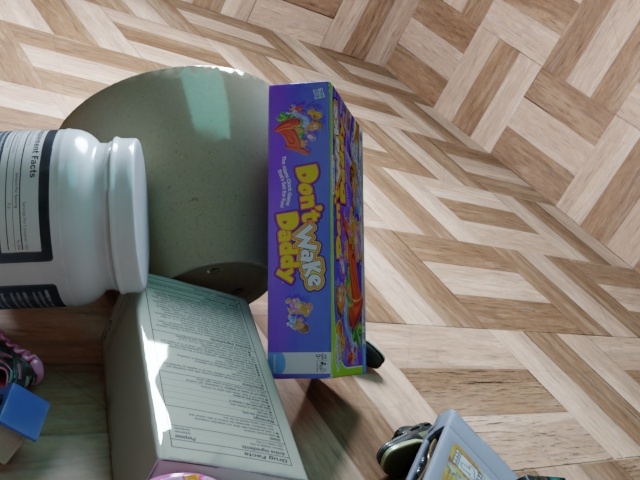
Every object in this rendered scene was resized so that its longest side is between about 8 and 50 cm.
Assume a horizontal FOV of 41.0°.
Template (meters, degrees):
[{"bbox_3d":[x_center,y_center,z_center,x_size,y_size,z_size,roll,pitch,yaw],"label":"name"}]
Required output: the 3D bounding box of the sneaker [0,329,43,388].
[{"bbox_3d":[-0.349,0.121,0.889,0.119,0.047,0.057,31,35,10],"label":"sneaker"}]

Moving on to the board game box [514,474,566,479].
[{"bbox_3d":[0.300,0.370,1.013,0.126,0.026,0.186,23,37,-51],"label":"board game box"}]

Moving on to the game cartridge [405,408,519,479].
[{"bbox_3d":[0.176,0.330,0.964,0.198,0.062,0.297,43,24,3],"label":"game cartridge"}]

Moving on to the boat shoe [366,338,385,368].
[{"bbox_3d":[0.034,0.154,1.260,0.133,0.049,0.042,33,50,-7],"label":"boat shoe"}]

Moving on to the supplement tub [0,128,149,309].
[{"bbox_3d":[-0.328,-0.022,0.912,0.272,0.191,0.191,-2,28,-6],"label":"supplement tub"}]

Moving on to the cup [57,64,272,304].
[{"bbox_3d":[-0.169,-0.035,1.135,0.331,0.331,0.236,7,54,-41],"label":"cup"}]

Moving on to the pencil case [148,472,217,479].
[{"bbox_3d":[-0.091,0.318,0.659,0.124,0.124,0.284,15,27,-30],"label":"pencil case"}]

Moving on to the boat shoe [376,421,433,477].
[{"bbox_3d":[0.113,0.266,1.102,0.049,0.056,0.152,34,15,34],"label":"boat shoe"}]

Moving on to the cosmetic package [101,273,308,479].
[{"bbox_3d":[-0.138,0.174,0.923,0.160,0.113,0.309,17,25,-25],"label":"cosmetic package"}]

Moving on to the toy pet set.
[{"bbox_3d":[-0.309,0.150,0.773,0.114,0.065,0.122,40,-7,-29],"label":"toy pet set"}]

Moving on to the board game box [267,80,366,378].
[{"bbox_3d":[0.000,0.000,1.096,0.078,0.346,0.233,-2,-7,12],"label":"board game box"}]
